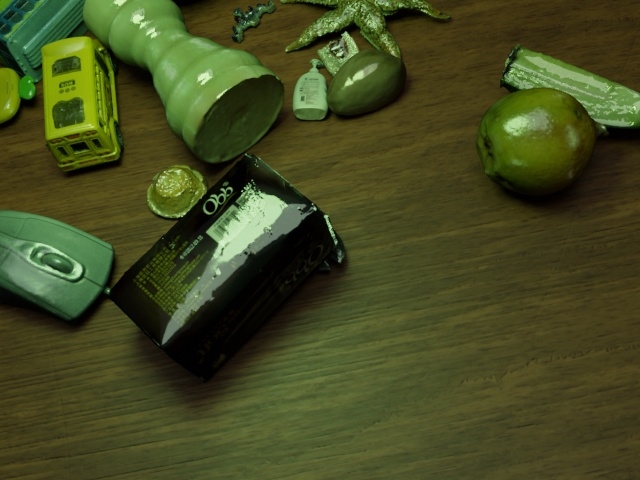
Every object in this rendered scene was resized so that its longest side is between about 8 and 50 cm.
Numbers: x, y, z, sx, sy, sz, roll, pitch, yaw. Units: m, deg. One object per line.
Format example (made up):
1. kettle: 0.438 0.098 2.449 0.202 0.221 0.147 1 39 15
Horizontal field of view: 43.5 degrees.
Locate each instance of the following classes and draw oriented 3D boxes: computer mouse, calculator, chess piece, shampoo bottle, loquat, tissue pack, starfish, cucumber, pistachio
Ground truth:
1. computer mouse: 0.000 0.000 1.546 0.079 0.047 0.135 -33 66 6
2. calculator: -0.742 -0.315 1.791 0.235 0.032 0.146 -16 64 11
3. chess piece: -0.298 -0.378 1.677 0.234 0.234 0.442 -39 67 -14
4. computer mouse: -0.571 0.035 1.559 0.371 0.122 0.188 17 66 12
5. shampoo bottle: -0.019 -0.330 1.727 0.077 0.045 0.151 0 61 5
6. loquat: 0.426 -0.194 1.520 0.246 0.213 0.213 -10 61 -3
7. tissue pack: -0.169 0.040 1.438 0.370 0.198 0.210 -45 64 -8
8. starfish: 0.085 -0.509 1.801 0.358 0.078 0.347 -35 66 -12
9. cucumber: 0.527 -0.291 1.612 0.325 0.145 0.105 24 106 15
10. pistachio: 0.093 -0.332 1.688 0.186 0.126 0.108 -27 21 -6

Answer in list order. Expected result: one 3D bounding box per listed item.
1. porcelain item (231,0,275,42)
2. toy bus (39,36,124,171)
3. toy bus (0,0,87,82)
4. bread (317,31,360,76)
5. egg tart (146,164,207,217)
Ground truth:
1. porcelain item: -0.173 -0.519 1.861 0.075 0.021 0.136 33 70 26
2. toy bus: -0.519 -0.318 1.719 0.144 0.152 0.330 -14 61 1
3. toy bus: -0.644 -0.539 1.853 0.190 0.152 0.312 27 69 20
4. bread: 0.042 -0.404 1.747 0.083 0.035 0.070 -29 90 10
5. egg tart: -0.295 -0.106 1.637 0.129 0.049 0.128 -2 63 5
